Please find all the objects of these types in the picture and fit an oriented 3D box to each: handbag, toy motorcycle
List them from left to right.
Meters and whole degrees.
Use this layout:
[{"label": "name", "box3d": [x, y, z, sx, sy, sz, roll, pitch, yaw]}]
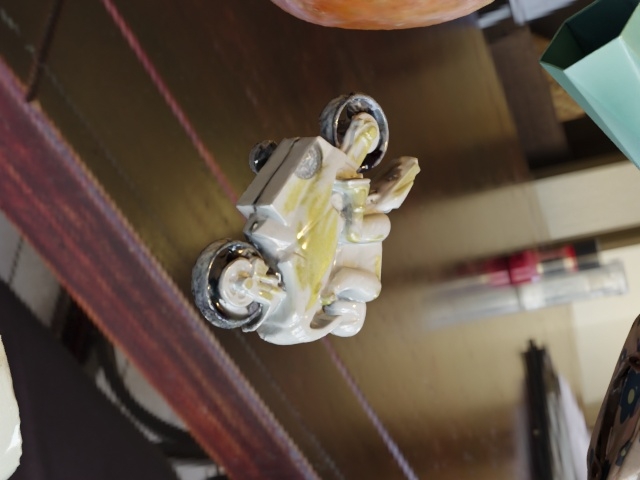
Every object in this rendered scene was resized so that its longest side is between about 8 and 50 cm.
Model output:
[{"label": "toy motorcycle", "box3d": [0.000, 0.000, 0.898, 0.228, 0.074, 0.151, -52, 122, -31]}, {"label": "handbag", "box3d": [0.380, 0.206, 1.270, 0.193, 0.190, 0.251, -24, 134, -64]}]

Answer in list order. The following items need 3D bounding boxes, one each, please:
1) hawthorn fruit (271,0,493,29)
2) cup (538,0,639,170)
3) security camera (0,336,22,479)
[{"label": "hawthorn fruit", "box3d": [0.054, -0.253, 0.788, 0.235, 0.263, 0.231, -100, -177, -71]}, {"label": "cup", "box3d": [0.388, -0.169, 1.472, 0.235, 0.148, 0.134, 49, 33, -21]}, {"label": "security camera", "box3d": [-0.283, 0.088, 0.560, 0.236, 0.195, 0.194, -27, 108, -35]}]
